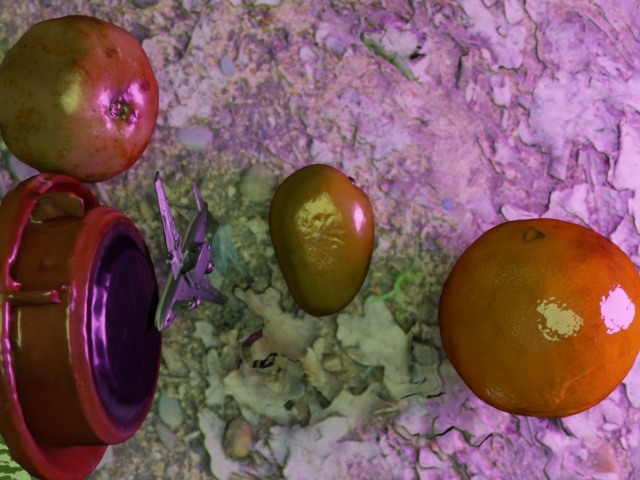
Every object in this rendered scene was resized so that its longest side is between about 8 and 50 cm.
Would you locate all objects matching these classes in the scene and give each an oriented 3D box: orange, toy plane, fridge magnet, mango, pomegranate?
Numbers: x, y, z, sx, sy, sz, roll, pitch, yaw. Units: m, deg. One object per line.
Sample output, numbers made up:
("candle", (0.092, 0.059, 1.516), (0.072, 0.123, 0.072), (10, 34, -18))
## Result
("orange", (0.276, 0.094, 1.868), (0.261, 0.261, 0.261), (0, 89, -8))
("toy plane", (-0.165, 0.025, 1.837), (0.058, 0.226, 0.226), (-14, 130, 15))
("fridge magnet", (-0.289, 0.101, 1.736), (0.155, 0.363, 0.364), (-3, 90, 13))
("mango", (0.000, 0.000, 1.910), (0.137, 0.098, 0.195), (3, 96, -11))
("pomegranate", (-0.294, -0.170, 1.817), (0.207, 0.207, 0.207), (0, 89, -8))

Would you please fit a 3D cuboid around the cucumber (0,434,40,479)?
("cucumber", (-0.398, 0.274, 1.833), (0.191, 0.130, 0.191), (1, 87, -12))
